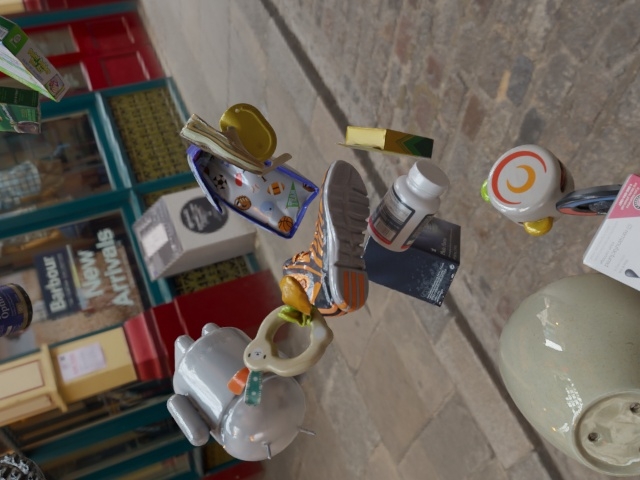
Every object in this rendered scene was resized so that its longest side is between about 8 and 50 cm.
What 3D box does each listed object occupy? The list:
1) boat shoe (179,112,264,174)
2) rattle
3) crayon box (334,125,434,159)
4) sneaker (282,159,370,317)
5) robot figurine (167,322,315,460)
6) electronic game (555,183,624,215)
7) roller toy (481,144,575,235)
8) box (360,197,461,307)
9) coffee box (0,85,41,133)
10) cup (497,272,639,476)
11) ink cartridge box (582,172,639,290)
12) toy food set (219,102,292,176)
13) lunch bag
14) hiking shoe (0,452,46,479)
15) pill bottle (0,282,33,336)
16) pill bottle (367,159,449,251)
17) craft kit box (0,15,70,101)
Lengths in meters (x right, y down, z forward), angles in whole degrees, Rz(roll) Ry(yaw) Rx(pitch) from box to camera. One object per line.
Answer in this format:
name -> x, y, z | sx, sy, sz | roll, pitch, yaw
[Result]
boat shoe -> -0.193, -0.203, 1.312 | 0.072, 0.190, 0.068 | -62, 0, -3
rattle -> -0.086, 0.167, 1.021 | 0.130, 0.200, 0.142 | 56, 177, 20
crayon box -> 0.236, -0.359, 2.326 | 0.202, 0.319, 0.081 | 15, 100, 46
sneaker -> 0.000, 0.000, 1.308 | 0.180, 0.125, 0.320 | -18, 62, 46
robot figurine -> -0.173, 0.322, 1.353 | 0.353, 0.300, 0.199 | 34, 135, 34
electronic game -> 0.650, -0.084, 1.435 | 0.229, 0.229, 0.048 | 155, 115, -71
roller toy -> 0.539, -0.133, 1.624 | 0.191, 0.146, 0.209 | -53, 46, 12
box -> 0.290, 0.030, 2.082 | 0.296, 0.294, 0.182 | -65, -6, -63
coffee box -> -0.611, -0.242, 1.166 | 0.113, 0.184, 0.040 | 141, 129, -62
cup -> 0.485, 0.252, 1.081 | 0.237, 0.331, 0.330 | -71, -25, -67
ink cartridge box -> 0.535, 0.014, 0.961 | 0.218, 0.092, 0.158 | 28, 104, 18
toy food set -> -0.198, -0.287, 1.819 | 0.218, 0.128, 0.071 | 53, 167, -17
lunch bag -> -0.243, -0.184, 2.021 | 0.238, 0.386, 0.328 | -61, 18, 2
hiking shoe -> -0.418, 0.350, 0.818 | 0.304, 0.113, 0.132 | 1, 115, 43
pill bottle -> -0.808, 0.182, 1.501 | 0.123, 0.219, 0.122 | 8, 105, 32
pill bottle -> 0.184, -0.073, 1.322 | 0.180, 0.108, 0.108 | -56, 48, 35
craft kit box -> -0.704, -0.427, 1.381 | 0.250, 0.061, 0.246 | 29, 165, 10
